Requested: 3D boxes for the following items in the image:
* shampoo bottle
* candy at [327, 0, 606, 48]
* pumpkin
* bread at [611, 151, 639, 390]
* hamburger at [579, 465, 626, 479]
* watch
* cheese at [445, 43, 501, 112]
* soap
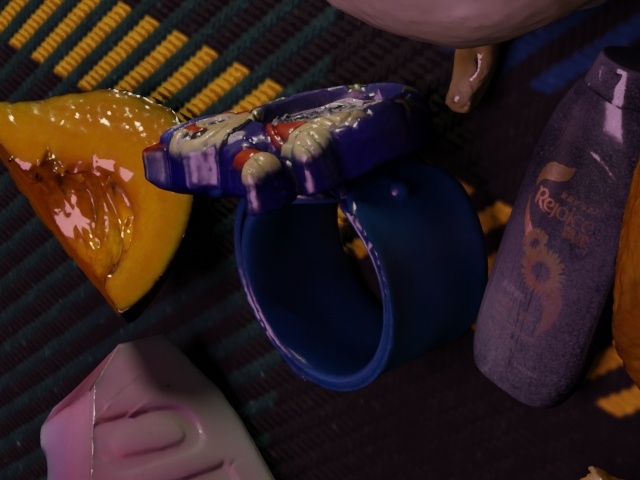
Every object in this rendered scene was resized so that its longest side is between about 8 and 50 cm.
[{"bbox_3d":[0.158,-0.007,0.908,0.087,0.049,0.234,38,126,34],"label":"shampoo bottle"},{"bbox_3d":[0.078,-0.246,0.826,0.295,0.185,0.295,5,97,44],"label":"candy"},{"bbox_3d":[-0.175,-0.047,1.268,0.254,0.149,0.130,48,175,24],"label":"pumpkin"},{"bbox_3d":[0.274,0.026,0.604,0.312,0.312,0.172,2,59,49],"label":"bread"},{"bbox_3d":[0.199,0.283,0.844,0.144,0.156,0.283,-34,50,42],"label":"hamburger"},{"bbox_3d":[0.009,-0.002,1.014,0.196,0.171,0.200,10,119,60],"label":"watch"},{"bbox_3d":[0.101,-0.122,0.951,0.030,0.044,0.083,25,117,25],"label":"cheese"},{"bbox_3d":[-0.122,0.243,1.187,0.324,0.193,0.109,59,134,22],"label":"soap"}]
